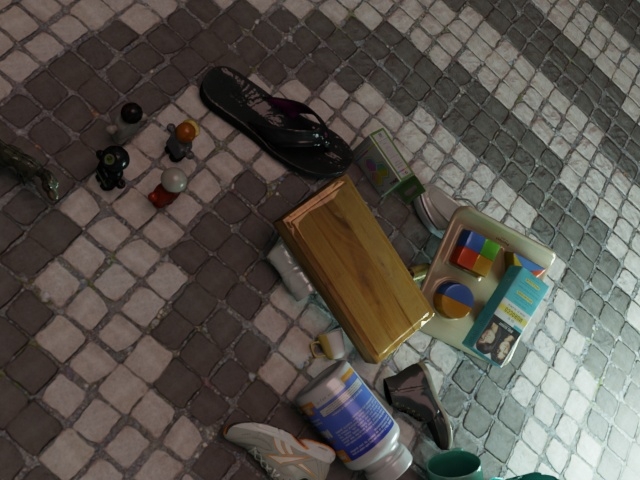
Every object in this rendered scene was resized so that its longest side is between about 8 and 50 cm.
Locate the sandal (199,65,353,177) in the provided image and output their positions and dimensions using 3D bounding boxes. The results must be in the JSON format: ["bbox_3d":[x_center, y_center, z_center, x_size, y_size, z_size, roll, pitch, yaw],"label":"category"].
[{"bbox_3d":[-0.103,-0.305,1.847,0.446,0.107,0.167,29,60,-14],"label":"sandal"}]

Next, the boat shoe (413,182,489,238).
[{"bbox_3d":[0.420,-0.034,1.966,0.367,0.156,0.136,49,55,0],"label":"boat shoe"}]

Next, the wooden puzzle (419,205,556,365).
[{"bbox_3d":[0.431,0.126,1.864,0.322,0.080,0.347,26,89,-16],"label":"wooden puzzle"}]

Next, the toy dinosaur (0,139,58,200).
[{"bbox_3d":[-0.657,-0.170,1.507,0.268,0.118,0.064,36,58,-9],"label":"toy dinosaur"}]

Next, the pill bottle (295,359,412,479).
[{"bbox_3d":[0.081,0.419,1.617,0.152,0.152,0.272,-37,89,-33],"label":"pill bottle"}]

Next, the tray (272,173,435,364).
[{"bbox_3d":[0.086,0.069,1.703,0.203,0.076,0.410,-37,100,-22],"label":"tray"}]

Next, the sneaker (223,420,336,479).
[{"bbox_3d":[-0.094,0.473,1.543,0.263,0.099,0.120,24,66,-15],"label":"sneaker"}]

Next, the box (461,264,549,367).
[{"bbox_3d":[0.470,0.190,1.810,0.101,0.060,0.244,35,82,-14],"label":"box"}]

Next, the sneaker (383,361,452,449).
[{"bbox_3d":[0.234,0.420,1.749,0.118,0.083,0.221,-19,82,-16],"label":"sneaker"}]

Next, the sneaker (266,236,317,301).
[{"bbox_3d":[0.000,0.000,1.774,0.293,0.108,0.169,-39,93,-32],"label":"sneaker"}]

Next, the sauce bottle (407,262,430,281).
[{"bbox_3d":[0.241,0.093,1.897,0.128,0.042,0.042,-17,78,-28],"label":"sauce bottle"}]

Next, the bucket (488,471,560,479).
[{"bbox_3d":[0.472,0.689,1.684,0.281,0.183,0.280,10,66,-24],"label":"bucket"}]

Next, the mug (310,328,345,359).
[{"bbox_3d":[0.024,0.254,1.720,0.062,0.078,0.064,-10,82,-64],"label":"mug"}]

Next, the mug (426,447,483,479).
[{"bbox_3d":[0.329,0.567,1.694,0.158,0.130,0.097,-16,103,-39],"label":"mug"}]

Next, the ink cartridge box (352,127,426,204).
[{"bbox_3d":[0.183,-0.189,1.942,0.062,0.109,0.209,-33,87,-32],"label":"ink cartridge box"}]

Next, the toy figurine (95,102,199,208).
[{"bbox_3d":[-0.394,-0.198,1.633,0.213,0.148,0.209,20,62,-18],"label":"toy figurine"}]
